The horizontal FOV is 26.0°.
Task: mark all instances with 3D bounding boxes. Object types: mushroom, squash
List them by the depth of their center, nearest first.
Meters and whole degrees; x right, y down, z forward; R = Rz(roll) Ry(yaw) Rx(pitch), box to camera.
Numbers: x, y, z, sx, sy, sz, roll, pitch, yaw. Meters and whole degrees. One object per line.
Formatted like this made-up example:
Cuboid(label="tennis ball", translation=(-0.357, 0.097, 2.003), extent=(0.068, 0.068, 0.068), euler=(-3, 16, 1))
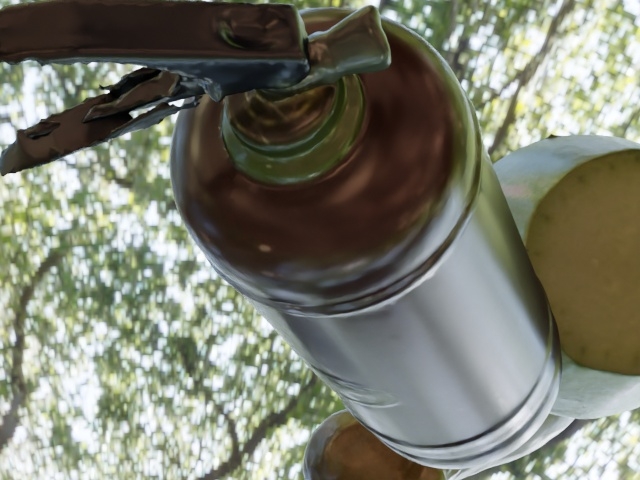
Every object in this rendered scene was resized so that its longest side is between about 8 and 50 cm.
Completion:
Cuboid(label="squash", translation=(0.155, 0.016, 0.763), extent=(0.170, 0.123, 0.170), euler=(0, -96, -2))
Cuboid(label="mushroom", translation=(0.123, 0.105, 1.022), extent=(0.128, 0.128, 0.350), euler=(43, -136, 17))

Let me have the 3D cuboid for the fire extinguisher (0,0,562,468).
Cuboid(label="fire extinguisher", translation=(0.000, 0.000, 0.498), extent=(0.138, 0.344, 0.102), euler=(-17, -116, 11))
